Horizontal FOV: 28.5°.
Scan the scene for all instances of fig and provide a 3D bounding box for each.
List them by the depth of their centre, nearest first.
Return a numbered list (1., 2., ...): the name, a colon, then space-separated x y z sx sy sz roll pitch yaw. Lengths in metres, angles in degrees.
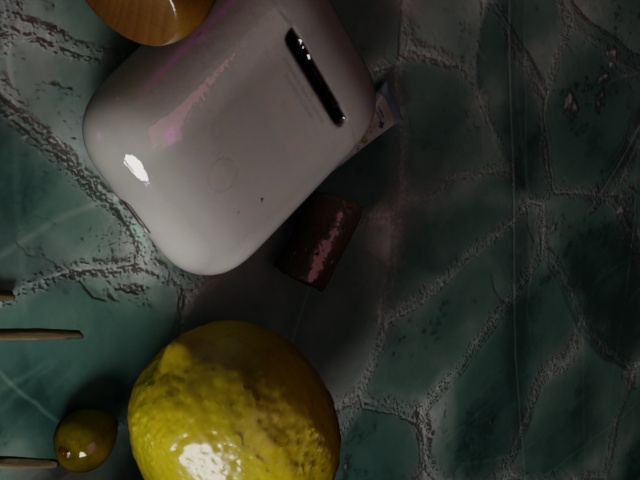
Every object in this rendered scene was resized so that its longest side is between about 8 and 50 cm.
1. fig: -0.278 0.236 1.514 0.088 0.074 0.074 -35 126 -46

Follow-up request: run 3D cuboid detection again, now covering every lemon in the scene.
1. lemon: -0.101 0.236 1.541 0.253 0.253 0.310 -45 127 -20

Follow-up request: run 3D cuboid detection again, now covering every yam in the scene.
1. yam: -0.002 -0.001 1.662 0.084 0.084 0.127 30 83 -42

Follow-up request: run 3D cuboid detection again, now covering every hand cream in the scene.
1. hand cream: 0.045 -0.142 1.676 0.171 0.043 0.065 -40 123 -26

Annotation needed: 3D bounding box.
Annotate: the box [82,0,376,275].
1. box: -0.098 -0.149 1.486 0.349 0.141 0.288 -47 128 -18

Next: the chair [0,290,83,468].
1. chair: -0.409 0.139 1.296 0.272 0.188 0.166 3 102 -44

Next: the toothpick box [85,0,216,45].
1. toothpick box: -0.124 -0.347 1.338 0.294 0.192 0.192 -55 133 -29
